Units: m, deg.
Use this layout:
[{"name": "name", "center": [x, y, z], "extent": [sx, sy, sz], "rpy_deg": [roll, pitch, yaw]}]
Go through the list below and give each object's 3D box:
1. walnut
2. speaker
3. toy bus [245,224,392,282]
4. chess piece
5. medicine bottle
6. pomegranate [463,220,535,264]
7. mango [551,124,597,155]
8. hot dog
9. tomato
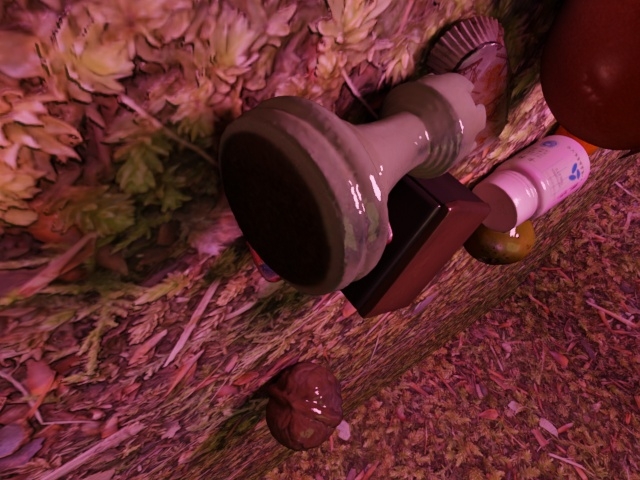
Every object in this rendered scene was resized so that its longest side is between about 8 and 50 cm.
[{"name": "walnut", "center": [-0.043, 0.417, 1.051], "extent": [0.224, 0.224, 0.224], "rpy_deg": [-31, 151, -19]}, {"name": "speaker", "center": [0.127, -0.012, 0.679], "extent": [0.192, 0.153, 0.231], "rpy_deg": [-3, 134, -49]}, {"name": "toy bus", "center": [0.000, 0.000, 0.561], "extent": [0.192, 0.077, 0.065], "rpy_deg": [-19, 170, 2]}, {"name": "chess piece", "center": [0.059, -0.092, 0.464], "extent": [0.299, 0.194, 0.195], "rpy_deg": [-33, 153, -32]}, {"name": "medicine bottle", "center": [0.486, -0.132, 0.963], "extent": [0.254, 0.152, 0.152], "rpy_deg": [-29, 151, -21]}, {"name": "pomegranate", "center": [0.470, -0.038, 1.088], "extent": [0.180, 0.179, 0.210], "rpy_deg": [66, 44, -62]}, {"name": "mango", "center": [0.638, -0.254, 1.038], "extent": [0.141, 0.102, 0.217], "rpy_deg": [-56, 163, -25]}, {"name": "hot dog", "center": [0.219, -0.213, 0.601], "extent": [0.131, 0.069, 0.252], "rpy_deg": [-34, 150, 7]}, {"name": "tomato", "center": [0.474, -0.303, 0.582], "extent": [0.341, 0.273, 0.341], "rpy_deg": [-37, 167, -10]}]
